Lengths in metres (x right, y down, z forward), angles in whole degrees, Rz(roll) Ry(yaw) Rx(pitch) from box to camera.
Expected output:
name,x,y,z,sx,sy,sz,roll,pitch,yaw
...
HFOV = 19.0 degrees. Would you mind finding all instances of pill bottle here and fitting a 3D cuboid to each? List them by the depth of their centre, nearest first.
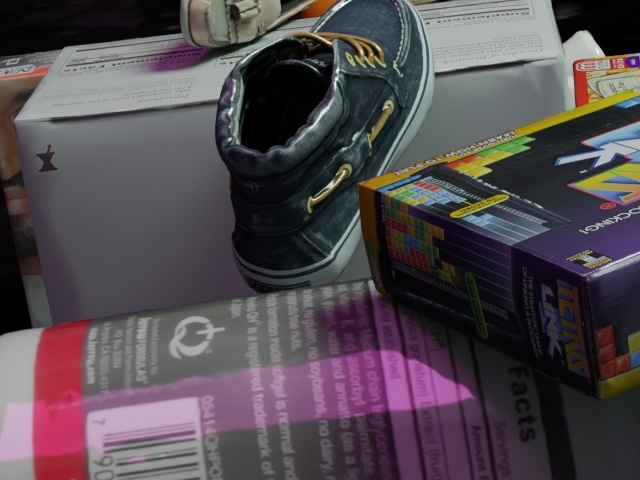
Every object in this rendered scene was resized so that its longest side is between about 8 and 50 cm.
name,x,y,z,sx,sy,sz,roll,pitch,yaw
pill bottle,0.036,0.100,0.743,0.318,0.176,0.176,-8,21,0

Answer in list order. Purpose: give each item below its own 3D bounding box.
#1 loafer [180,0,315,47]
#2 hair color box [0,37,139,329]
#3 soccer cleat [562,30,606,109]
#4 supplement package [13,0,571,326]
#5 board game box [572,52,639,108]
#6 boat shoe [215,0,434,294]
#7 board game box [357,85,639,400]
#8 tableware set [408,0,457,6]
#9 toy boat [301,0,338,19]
name,x,y,z,sx,sy,sz,roll,pitch,yaw
loafer,-0.032,-0.126,0.972,0.039,0.045,0.125,5,19,18
hair color box,-0.142,-0.031,1.159,0.093,0.167,0.053,-8,21,3
soccer cleat,0.111,-0.049,1.143,0.331,0.143,0.116,-11,21,-6
supplement package,0.000,0.000,0.974,0.262,0.204,0.145,-6,19,6
board game box,0.161,0.001,0.993,0.045,0.147,0.193,-5,21,8
boat shoe,0.006,-0.066,0.809,0.065,0.083,0.183,6,47,15
board game box,0.121,-0.011,0.676,0.170,0.048,0.141,-20,21,-25
tableware set,0.075,-0.205,1.698,0.128,0.039,0.194,-4,22,11
toy boat,0.022,-0.109,1.310,0.231,0.151,0.151,-6,21,15
